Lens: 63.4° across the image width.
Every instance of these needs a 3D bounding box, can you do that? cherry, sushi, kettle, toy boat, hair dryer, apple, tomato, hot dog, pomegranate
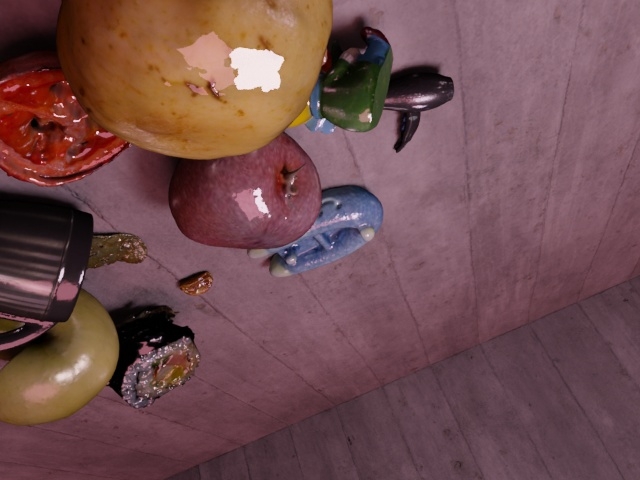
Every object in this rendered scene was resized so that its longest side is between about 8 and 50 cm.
[{"bbox_3d":[-0.138,-0.088,0.925,0.307,0.221,0.261,-21,148,32],"label":"cherry"},{"bbox_3d":[-0.434,0.265,1.281,0.239,0.219,0.225,0,119,-37],"label":"sushi"},{"bbox_3d":[-0.559,0.035,0.880,0.271,0.207,0.250,16,120,-32],"label":"kettle"},{"bbox_3d":[0.000,0.000,1.219,0.330,0.123,0.215,-25,146,7],"label":"toy boat"},{"bbox_3d":[0.152,-0.238,1.032,0.196,0.075,0.219,-8,153,-3],"label":"hair dryer"},{"bbox_3d":[-0.573,0.233,1.076,0.292,0.292,0.254,-9,154,-20],"label":"apple"},{"bbox_3d":[-0.382,-0.188,0.754,0.228,0.101,0.228,-21,154,-11],"label":"tomato"},{"bbox_3d":[-0.304,0.108,1.275,0.083,0.035,0.058,-24,143,2],"label":"hot dog"},{"bbox_3d":[-0.136,-0.248,0.616,0.333,0.332,0.332,-15,146,-10],"label":"pomegranate"}]

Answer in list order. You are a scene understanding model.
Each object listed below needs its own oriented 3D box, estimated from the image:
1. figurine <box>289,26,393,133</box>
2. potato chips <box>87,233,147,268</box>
[{"bbox_3d":[-0.009,-0.266,0.848,0.234,0.185,0.127,10,167,21],"label":"figurine"},{"bbox_3d":[-0.474,0.029,1.077,0.209,0.026,0.142,11,137,-39],"label":"potato chips"}]
